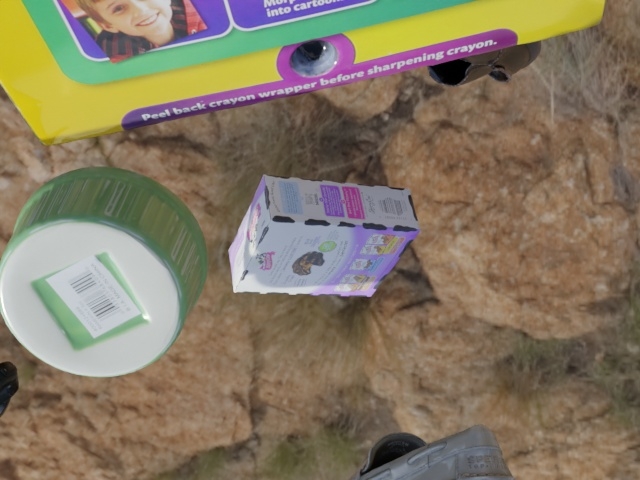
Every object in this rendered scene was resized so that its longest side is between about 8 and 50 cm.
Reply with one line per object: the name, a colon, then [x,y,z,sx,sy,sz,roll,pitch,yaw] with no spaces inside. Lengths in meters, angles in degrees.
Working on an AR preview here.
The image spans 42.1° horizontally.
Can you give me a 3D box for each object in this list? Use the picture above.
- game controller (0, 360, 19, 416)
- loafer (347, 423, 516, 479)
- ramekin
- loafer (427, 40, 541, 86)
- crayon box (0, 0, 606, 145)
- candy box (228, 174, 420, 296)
game controller: [-0.640,0.317,1.370,0.067,0.319,0.166,50,133,6]
loafer: [0.083,0.246,0.816,0.112,0.111,0.319,8,158,-26]
ramekin: [-0.327,0.056,1.242,0.304,0.148,0.303,0,116,0]
loafer: [0.176,-0.263,1.053,0.134,0.366,0.130,46,105,19]
crayon box: [-0.028,-0.213,0.412,0.363,0.106,0.313,-12,148,1]
candy box: [0.000,0.000,1.050,0.196,0.070,0.165,4,145,-22]
